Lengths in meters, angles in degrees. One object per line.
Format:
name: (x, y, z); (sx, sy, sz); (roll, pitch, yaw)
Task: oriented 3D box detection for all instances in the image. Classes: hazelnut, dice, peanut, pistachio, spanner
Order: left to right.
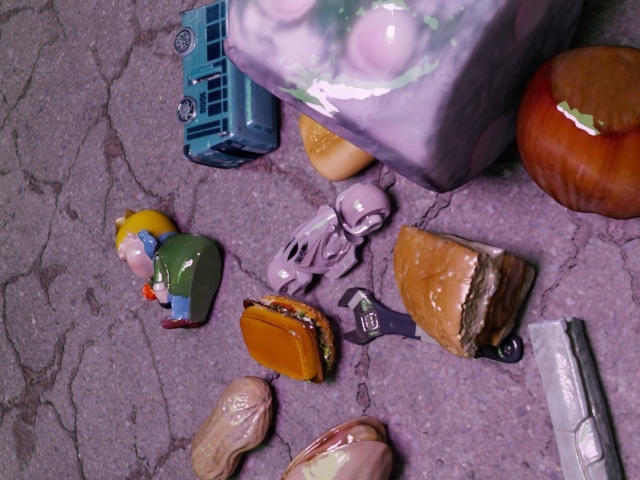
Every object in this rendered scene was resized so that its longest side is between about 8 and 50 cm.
peanut: (-0.144, 0.311, 1.636); (0.099, 0.090, 0.214); (37, 115, 4)
pistachio: (0.018, 0.350, 1.461); (0.144, 0.144, 0.215); (46, 109, 33)
dice: (0.104, -0.273, 1.261); (0.328, 0.330, 0.348); (35, 92, 24)
spanner: (0.148, 0.132, 1.447); (0.316, 0.024, 0.087); (11, 95, 39)
hazelnut: (0.344, -0.134, 1.212); (0.210, 0.210, 0.186); (18, 74, 40)

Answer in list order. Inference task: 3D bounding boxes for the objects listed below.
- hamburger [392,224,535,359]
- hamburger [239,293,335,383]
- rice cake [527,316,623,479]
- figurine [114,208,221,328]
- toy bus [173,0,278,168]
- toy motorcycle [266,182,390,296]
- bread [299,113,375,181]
hamburger: (0.160, 0.055, 1.358); (0.208, 0.135, 0.155); (29, 94, 41)
hamburger: (-0.047, 0.150, 1.556); (0.166, 0.087, 0.137); (19, 129, 39)
rice cake: (0.330, 0.260, 1.256); (0.066, 0.063, 0.336); (-25, 72, 45)
figurine: (-0.284, 0.047, 1.763); (0.234, 0.127, 0.185); (17, 105, 30)
toy bus: (-0.150, -0.257, 1.660); (0.147, 0.128, 0.256); (-10, 78, 38)
toy motorcycle: (0.000, 0.000, 1.524); (0.254, 0.112, 0.112); (-41, 62, 32)
bread: (0.055, -0.176, 1.506); (0.173, 0.085, 0.134); (-36, 70, 30)
